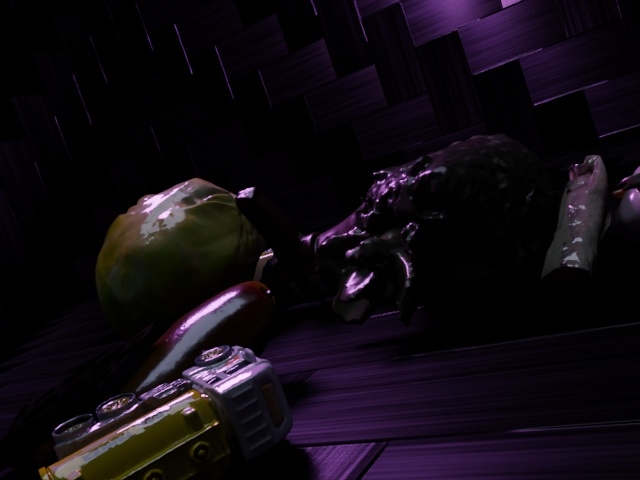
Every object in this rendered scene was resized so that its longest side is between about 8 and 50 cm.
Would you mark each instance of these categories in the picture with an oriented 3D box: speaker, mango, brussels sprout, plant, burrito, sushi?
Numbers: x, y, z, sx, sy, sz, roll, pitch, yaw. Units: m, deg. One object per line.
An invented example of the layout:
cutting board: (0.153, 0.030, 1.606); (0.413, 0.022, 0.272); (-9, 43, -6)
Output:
speaker: (0.011, 0.016, 1.136); (0.330, 0.198, 0.259); (-20, -26, 28)
mango: (-0.152, 0.151, 0.824); (0.267, 0.111, 0.133); (-41, 20, -31)
brussels sprout: (-0.257, 0.041, 1.266); (0.344, 0.268, 0.344); (-57, -3, -4)
plant: (0.144, -0.007, 0.906); (0.312, 0.213, 0.215); (-20, 8, -24)
burrito: (0.316, -0.018, 0.832); (0.060, 0.087, 0.226); (19, 50, 12)
sushi: (-0.296, 0.216, 0.801); (0.279, 0.043, 0.192); (-45, -6, 37)

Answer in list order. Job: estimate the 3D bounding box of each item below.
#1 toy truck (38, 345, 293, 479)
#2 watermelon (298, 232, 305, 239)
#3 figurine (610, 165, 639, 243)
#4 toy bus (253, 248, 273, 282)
toy truck: (-0.132, 0.181, 0.606); (0.227, 0.098, 0.114); (-25, 12, -31)
watermelon: (-0.044, 0.077, 1.597); (0.098, 0.121, 0.158); (131, 162, -72)
figurine: (0.447, -0.046, 0.855); (0.229, 0.111, 0.137); (-8, 5, -28)
toy bus: (-0.166, 0.079, 1.723); (0.175, 0.088, 0.101); (-17, 7, 10)
